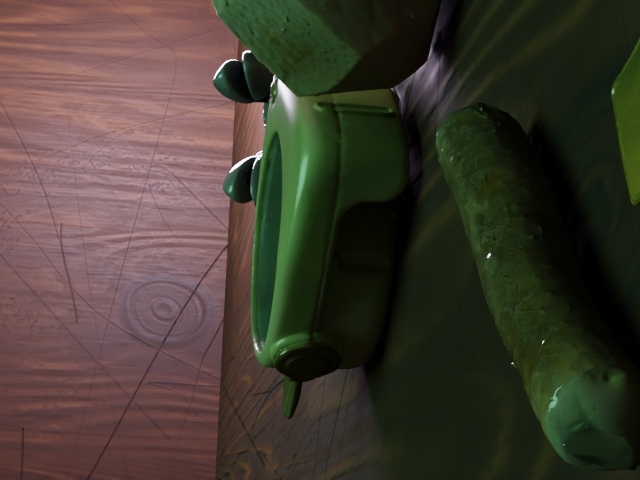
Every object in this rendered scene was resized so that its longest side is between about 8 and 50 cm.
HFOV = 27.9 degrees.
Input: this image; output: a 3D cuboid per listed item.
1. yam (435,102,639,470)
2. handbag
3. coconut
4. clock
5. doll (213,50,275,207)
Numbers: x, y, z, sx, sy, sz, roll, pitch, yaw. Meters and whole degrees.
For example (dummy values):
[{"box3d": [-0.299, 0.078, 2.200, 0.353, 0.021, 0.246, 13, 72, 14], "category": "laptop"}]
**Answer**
[{"box3d": [0.118, 0.014, 0.721, 0.300, 0.066, 0.066, -101, 18, -56], "category": "yam"}, {"box3d": [0.160, -0.061, 0.599, 0.061, 0.027, 0.083, 104, 168, -52], "category": "handbag"}, {"box3d": [0.016, -0.236, 1.114, 0.197, 0.237, 0.237, -39, 26, 14], "category": "coconut"}, {"box3d": [0.000, 0.000, 1.308, 0.286, 0.117, 0.348, -102, 18, -61], "category": "clock"}, {"box3d": [-0.061, -0.133, 1.700, 0.258, 0.153, 0.195, 61, -162, -74], "category": "doll"}]
